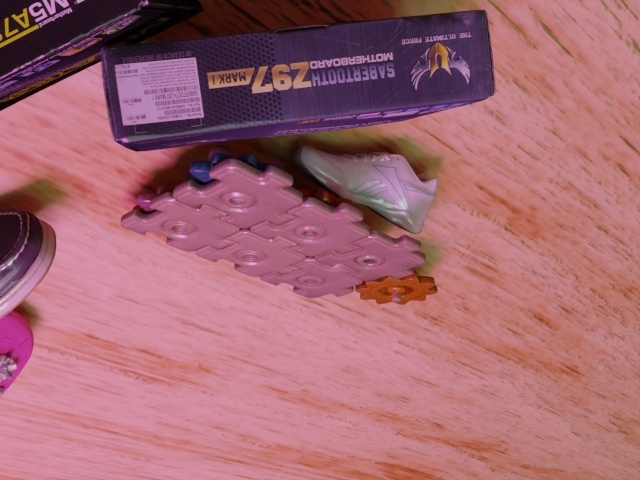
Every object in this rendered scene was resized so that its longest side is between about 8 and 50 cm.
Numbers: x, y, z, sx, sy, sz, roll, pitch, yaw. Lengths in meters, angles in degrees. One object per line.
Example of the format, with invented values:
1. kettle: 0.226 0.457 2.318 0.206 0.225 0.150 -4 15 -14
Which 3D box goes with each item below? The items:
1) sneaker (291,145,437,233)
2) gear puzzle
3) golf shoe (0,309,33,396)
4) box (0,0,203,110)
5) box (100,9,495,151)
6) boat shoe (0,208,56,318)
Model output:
1. sneaker: 0.042 -0.060 0.670 0.152 0.054 0.061 23 99 -29
2. gear puzzle: 0.000 0.000 0.691 0.339 0.044 0.175 25 147 -39
3. golf shoe: -0.425 0.142 0.684 0.306 0.140 0.115 -30 121 -18
4. box: -0.176 -0.118 0.445 0.191 0.184 0.045 -24 103 6
5. box: -0.023 -0.104 0.509 0.233 0.183 0.059 -8 97 -10
6. boat shoe: -0.360 0.036 0.595 0.285 0.102 0.092 -17 141 8
